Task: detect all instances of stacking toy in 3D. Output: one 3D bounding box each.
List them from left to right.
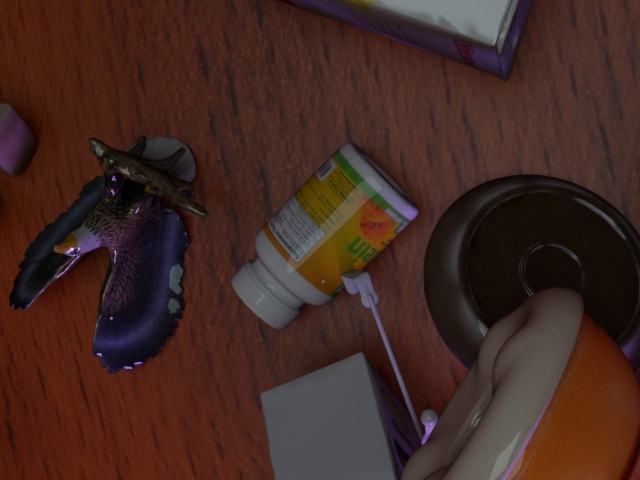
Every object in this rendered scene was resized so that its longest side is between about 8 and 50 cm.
[{"bbox_3d":[0.341,0.302,1.189,0.480,0.350,0.350,31,97,3],"label":"stacking toy"}]

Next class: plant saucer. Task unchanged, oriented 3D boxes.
[{"bbox_3d":[0.285,0.048,1.425,0.311,0.050,0.310,3,66,-8],"label":"plant saucer"}]

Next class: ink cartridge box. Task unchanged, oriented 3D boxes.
[{"bbox_3d":[0.075,-0.349,1.420,0.385,0.279,0.160,21,95,10],"label":"ink cartridge box"}]

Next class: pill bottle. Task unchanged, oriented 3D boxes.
[{"bbox_3d":[0.000,0.000,1.515,0.245,0.136,0.136,-45,83,10],"label":"pill bottle"}]

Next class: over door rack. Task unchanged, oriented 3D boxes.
[{"bbox_3d":[0.200,0.139,1.447,0.240,0.108,0.324,-23,87,-16],"label":"over door rack"}]

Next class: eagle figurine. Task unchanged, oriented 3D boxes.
[{"bbox_3d":[-0.292,0.001,1.576,0.298,0.225,0.226,-66,33,35],"label":"eagle figurine"}]

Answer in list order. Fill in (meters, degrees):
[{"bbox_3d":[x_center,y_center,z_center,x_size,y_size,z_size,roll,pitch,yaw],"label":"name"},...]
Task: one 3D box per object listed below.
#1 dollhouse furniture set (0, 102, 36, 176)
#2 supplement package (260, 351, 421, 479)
[{"bbox_3d":[-0.653,-0.063,1.647,0.362,0.256,0.394,25,75,10],"label":"dollhouse furniture set"},{"bbox_3d":[0.045,0.289,1.442,0.149,0.203,0.194,-24,48,11],"label":"supplement package"}]
